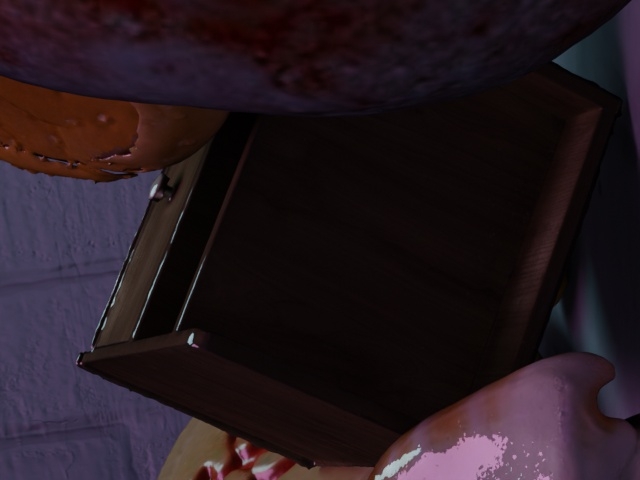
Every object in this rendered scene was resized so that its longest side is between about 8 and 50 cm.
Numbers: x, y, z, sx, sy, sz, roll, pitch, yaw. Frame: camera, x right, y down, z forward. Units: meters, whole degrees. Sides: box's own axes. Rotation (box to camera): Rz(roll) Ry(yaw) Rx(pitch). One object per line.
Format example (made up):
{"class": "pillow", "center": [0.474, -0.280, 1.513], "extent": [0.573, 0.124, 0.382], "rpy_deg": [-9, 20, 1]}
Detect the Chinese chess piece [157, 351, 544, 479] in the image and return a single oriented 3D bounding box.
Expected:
{"class": "Chinese chess piece", "center": [0.016, 0.130, 0.989], "extent": [0.097, 0.251, 0.251], "rpy_deg": [48, -170, -23]}

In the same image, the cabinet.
{"class": "cabinet", "center": [0.000, 0.000, 0.822], "extent": [0.175, 0.148, 0.215], "rpy_deg": [-69, 16, -13]}

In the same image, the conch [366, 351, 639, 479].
{"class": "conch", "center": [0.087, 0.101, 0.686], "extent": [0.104, 0.176, 0.094], "rpy_deg": [43, -118, -36]}

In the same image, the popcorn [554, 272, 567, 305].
{"class": "popcorn", "center": [0.086, 0.001, 0.934], "extent": [0.084, 0.084, 0.084], "rpy_deg": [172, 90, -85]}

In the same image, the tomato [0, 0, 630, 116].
{"class": "tomato", "center": [-0.025, -0.179, 0.525], "extent": [0.317, 0.316, 0.283], "rpy_deg": [-135, 54, -82]}

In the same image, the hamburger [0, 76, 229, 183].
{"class": "hamburger", "center": [-0.121, -0.115, 0.752], "extent": [0.214, 0.213, 0.108], "rpy_deg": [90, -156, -60]}
